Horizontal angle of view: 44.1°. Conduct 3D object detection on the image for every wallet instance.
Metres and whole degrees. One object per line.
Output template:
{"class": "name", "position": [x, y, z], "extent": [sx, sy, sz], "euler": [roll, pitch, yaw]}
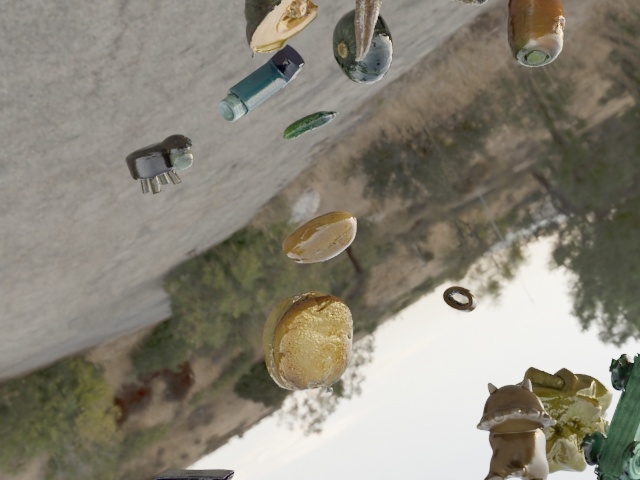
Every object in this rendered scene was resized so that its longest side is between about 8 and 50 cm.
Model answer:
{"class": "wallet", "position": [-0.278, 0.525, 1.739], "extent": [0.165, 0.030, 0.111], "euler": [-2, 173, 7]}

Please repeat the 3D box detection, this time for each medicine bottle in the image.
{"class": "medicine bottle", "position": [-0.158, -0.408, 2.076], "extent": [0.258, 0.079, 0.124], "euler": [-44, -175, -31]}

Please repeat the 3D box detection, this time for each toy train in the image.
{"class": "toy train", "position": [0.622, 0.362, 1.531], "extent": [0.120, 0.202, 0.301], "euler": [7, -116, 49]}

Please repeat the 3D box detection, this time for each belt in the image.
{"class": "belt", "position": [0.343, 0.143, 1.946], "extent": [0.036, 0.083, 0.059], "euler": [26, 89, -56]}

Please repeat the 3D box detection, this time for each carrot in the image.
{"class": "carrot", "position": [0.313, -0.345, 1.153], "extent": [0.087, 0.194, 0.087], "euler": [5, 155, 2]}

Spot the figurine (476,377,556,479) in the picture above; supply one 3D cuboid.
{"class": "figurine", "position": [0.448, 0.443, 1.823], "extent": [0.177, 0.173, 0.247], "euler": [6, -132, 23]}

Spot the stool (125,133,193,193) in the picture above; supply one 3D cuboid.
{"class": "stool", "position": [-0.392, -0.192, 1.971], "extent": [0.217, 0.121, 0.125], "euler": [-12, -163, 25]}

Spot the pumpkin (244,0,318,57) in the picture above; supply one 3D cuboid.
{"class": "pumpkin", "position": [-0.081, -0.426, 1.341], "extent": [0.163, 0.111, 0.278], "euler": [-41, 177, -14]}

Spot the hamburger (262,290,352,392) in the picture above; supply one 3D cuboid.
{"class": "hamburger", "position": [-0.031, 0.310, 2.371], "extent": [0.289, 0.314, 0.170], "euler": [-5, -170, -31]}

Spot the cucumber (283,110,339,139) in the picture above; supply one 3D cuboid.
{"class": "cucumber", "position": [-0.023, -0.278, 1.853], "extent": [0.155, 0.037, 0.037], "euler": [-26, 176, -18]}

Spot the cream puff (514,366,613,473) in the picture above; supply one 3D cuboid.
{"class": "cream puff", "position": [0.656, 0.515, 2.253], "extent": [0.323, 0.270, 0.274], "euler": [-3, -127, 34]}

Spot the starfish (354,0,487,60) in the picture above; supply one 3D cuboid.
{"class": "starfish", "position": [0.138, -0.596, 1.562], "extent": [0.398, 0.384, 0.132], "euler": [-22, -178, 2]}

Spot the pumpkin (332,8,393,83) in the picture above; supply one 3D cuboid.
{"class": "pumpkin", "position": [0.096, -0.434, 1.769], "extent": [0.125, 0.167, 0.167], "euler": [-21, 172, -39]}

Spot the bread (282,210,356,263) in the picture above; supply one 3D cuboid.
{"class": "bread", "position": [0.000, 0.000, 1.781], "extent": [0.189, 0.077, 0.114], "euler": [-31, 145, 19]}
